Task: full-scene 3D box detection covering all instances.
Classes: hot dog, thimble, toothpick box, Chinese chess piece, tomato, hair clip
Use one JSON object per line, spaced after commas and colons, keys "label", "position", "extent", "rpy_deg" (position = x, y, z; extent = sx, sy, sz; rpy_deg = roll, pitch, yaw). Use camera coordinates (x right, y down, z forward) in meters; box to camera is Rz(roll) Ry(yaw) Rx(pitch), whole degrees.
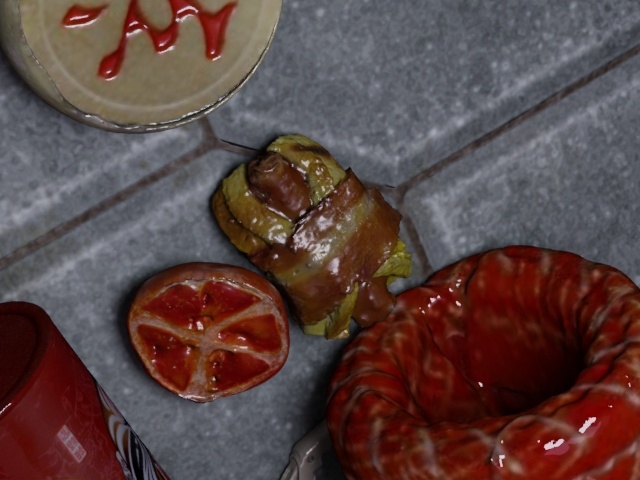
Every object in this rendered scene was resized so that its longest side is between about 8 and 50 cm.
{"label": "hot dog", "position": [0.000, 0.000, 1.507], "extent": [0.146, 0.103, 0.213], "rpy_deg": [-45, 120, -2]}
{"label": "thimble", "position": [0.178, 0.184, 1.526], "extent": [0.350, 0.350, 0.231], "rpy_deg": [-29, 119, -12]}
{"label": "toothpick box", "position": [-0.237, 0.241, 1.438], "extent": [0.204, 0.204, 0.333], "rpy_deg": [-35, 119, -8]}
{"label": "Chinese chess piece", "position": [-0.153, -0.214, 1.356], "extent": [0.249, 0.103, 0.250], "rpy_deg": [-10, 115, -21]}
{"label": "tomato", "position": [-0.100, 0.071, 1.499], "extent": [0.155, 0.069, 0.156], "rpy_deg": [0, 129, 1]}
{"label": "hair clip", "position": [-0.034, 0.259, 1.633], "extent": [0.072, 0.034, 0.226], "rpy_deg": [19, 100, -28]}
